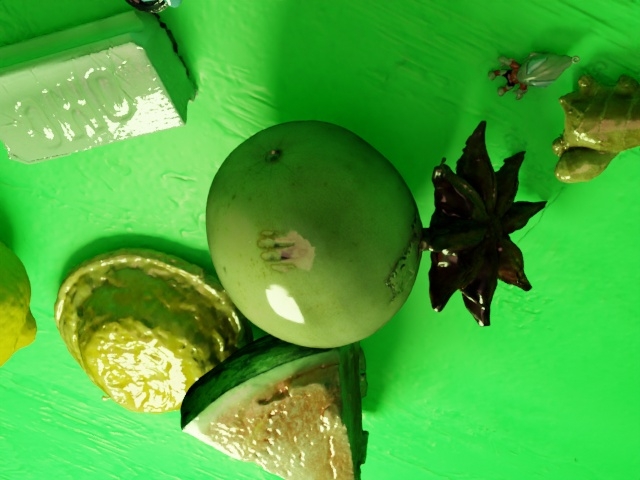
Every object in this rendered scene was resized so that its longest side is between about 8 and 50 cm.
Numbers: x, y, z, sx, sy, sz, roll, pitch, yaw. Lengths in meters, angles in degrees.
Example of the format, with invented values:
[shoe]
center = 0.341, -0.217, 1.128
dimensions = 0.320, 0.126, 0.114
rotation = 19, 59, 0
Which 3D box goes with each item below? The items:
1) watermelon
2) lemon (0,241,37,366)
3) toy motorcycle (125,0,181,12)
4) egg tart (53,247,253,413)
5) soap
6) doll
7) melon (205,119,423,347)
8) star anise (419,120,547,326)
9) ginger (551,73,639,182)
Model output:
[watermelon]
center = -0.009, 0.203, 1.703
dimensions = 0.319, 0.292, 0.222
rotation = 30, 110, -11
[lemon]
center = -0.541, 0.082, 1.697
dimensions = 0.288, 0.233, 0.233
rotation = 27, 127, -13
[toy motorcycle]
center = -0.186, -0.382, 1.346
dimensions = 0.182, 0.124, 0.272
rotation = 0, 129, 22
[egg tart]
center = -0.255, 0.157, 1.777
dimensions = 0.318, 0.128, 0.319
rotation = 4, 126, 5
[soap]
center = -0.308, -0.195, 1.527
dimensions = 0.261, 0.094, 0.150
rotation = -12, 125, 17
[doll]
center = 0.263, -0.209, 1.462
dimensions = 0.114, 0.039, 0.057
rotation = -14, 91, 31
[melon]
center = 0.000, 0.000, 1.519
dimensions = 0.268, 0.269, 0.330
rotation = -10, 137, 16
[star anise]
center = 0.190, -0.017, 1.531
dimensions = 0.102, 0.272, 0.272
rotation = 5, 135, 42
[ginger]
center = 0.373, -0.153, 1.467
dimensions = 0.205, 0.115, 0.081
rotation = -21, 162, 17
